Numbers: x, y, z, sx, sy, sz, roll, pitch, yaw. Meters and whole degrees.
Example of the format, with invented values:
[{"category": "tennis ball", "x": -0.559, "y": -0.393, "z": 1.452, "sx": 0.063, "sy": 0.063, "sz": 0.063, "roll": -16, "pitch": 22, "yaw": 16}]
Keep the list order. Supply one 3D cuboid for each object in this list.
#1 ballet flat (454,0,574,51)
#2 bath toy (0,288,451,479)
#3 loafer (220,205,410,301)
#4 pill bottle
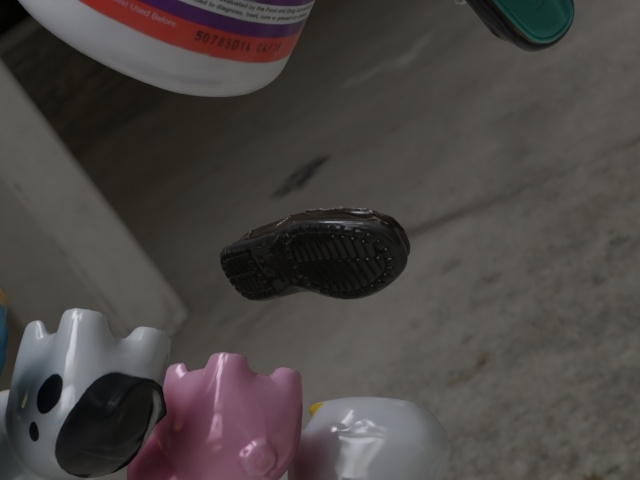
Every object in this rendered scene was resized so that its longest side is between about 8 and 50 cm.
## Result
[{"category": "ballet flat", "x": 0.086, "y": -0.205, "z": 0.956, "sx": 0.074, "sy": 0.203, "sz": 0.074, "roll": -37, "pitch": 14, "yaw": 11}, {"category": "bath toy", "x": -0.082, "y": 0.134, "z": 0.865, "sx": 0.151, "sy": 0.348, "sz": 0.129, "roll": -26, "pitch": 53, "yaw": 55}, {"category": "loafer", "x": 0.000, "y": 0.000, "z": 1.298, "sx": 0.220, "sy": 0.080, "sz": 0.078, "roll": -5, "pitch": 31, "yaw": 48}, {"category": "pill bottle", "x": -0.046, "y": -0.256, "z": 0.842, "sx": 0.181, "sy": 0.181, "sz": 0.323, "roll": -81, "pitch": 16, "yaw": -65}]
